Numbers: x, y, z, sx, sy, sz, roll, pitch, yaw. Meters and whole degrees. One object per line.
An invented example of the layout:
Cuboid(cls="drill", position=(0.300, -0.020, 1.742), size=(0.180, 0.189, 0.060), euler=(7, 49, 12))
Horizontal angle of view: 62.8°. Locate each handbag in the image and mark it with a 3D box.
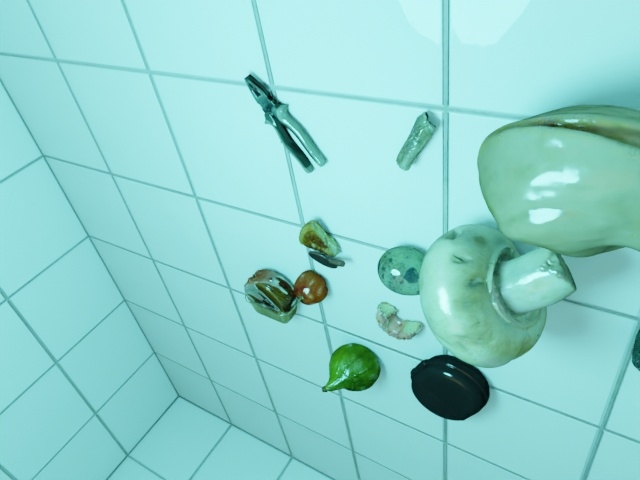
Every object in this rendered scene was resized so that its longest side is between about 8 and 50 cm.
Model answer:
Cuboid(cls="handbag", position=(0.441, 0.514, 1.824), size=(0.253, 0.093, 0.308), euler=(35, 143, 6))

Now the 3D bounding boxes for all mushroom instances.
Cuboid(cls="mushroom", position=(0.425, 0.120, 1.289), size=(0.352, 0.354, 0.325), euler=(23, -177, 22))

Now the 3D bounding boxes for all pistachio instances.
Cuboid(cls="pistachio", position=(0.509, -0.100, 0.991), size=(0.445, 0.282, 0.365), euler=(20, 162, 39))

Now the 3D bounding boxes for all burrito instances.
Cuboid(cls="burrito", position=(0.231, -0.239, 1.284), size=(0.051, 0.042, 0.171), euler=(60, 144, 24))

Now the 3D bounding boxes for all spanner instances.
Cuboid(cls="spanner", position=(-0.106, -0.330, 1.488), size=(0.095, 0.040, 0.325), euler=(-20, 115, 48))

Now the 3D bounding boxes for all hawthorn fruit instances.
Cuboid(cls="hawthorn fruit", position=(-0.037, 0.171, 1.874), size=(0.125, 0.140, 0.125), euler=(4, 99, 23))

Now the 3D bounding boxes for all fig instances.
Cuboid(cls="fig", position=(0.107, 0.517, 2.002), size=(0.203, 0.235, 0.203), euler=(23, 136, 25))

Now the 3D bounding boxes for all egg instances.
Cuboid(cls="egg", position=(0.255, 0.090, 1.525), size=(0.181, 0.141, 0.141), euler=(20, 139, 12))

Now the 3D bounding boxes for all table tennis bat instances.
Cuboid(cls="table tennis bat", position=(0.001, 0.110, 1.743), size=(0.107, 0.119, 0.169), euler=(37, 164, -31))

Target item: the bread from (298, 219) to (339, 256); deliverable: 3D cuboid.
Cuboid(cls="bread", position=(-0.021, -0.007, 1.728), size=(0.135, 0.054, 0.154), euler=(-8, 128, 48))

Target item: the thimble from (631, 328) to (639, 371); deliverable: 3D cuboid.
Cuboid(cls="thimble", position=(0.816, 0.268, 1.255), size=(0.118, 0.090, 0.135), euler=(33, 145, 13))

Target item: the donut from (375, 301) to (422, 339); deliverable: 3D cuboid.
Cuboid(cls="donut", position=(0.254, 0.286, 1.780), size=(0.166, 0.065, 0.117), euler=(31, 141, 15))

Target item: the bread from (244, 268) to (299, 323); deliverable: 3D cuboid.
Cuboid(cls="bread", position=(-0.197, 0.217, 2.036), size=(0.224, 0.142, 0.212), euler=(17, 140, 29))
